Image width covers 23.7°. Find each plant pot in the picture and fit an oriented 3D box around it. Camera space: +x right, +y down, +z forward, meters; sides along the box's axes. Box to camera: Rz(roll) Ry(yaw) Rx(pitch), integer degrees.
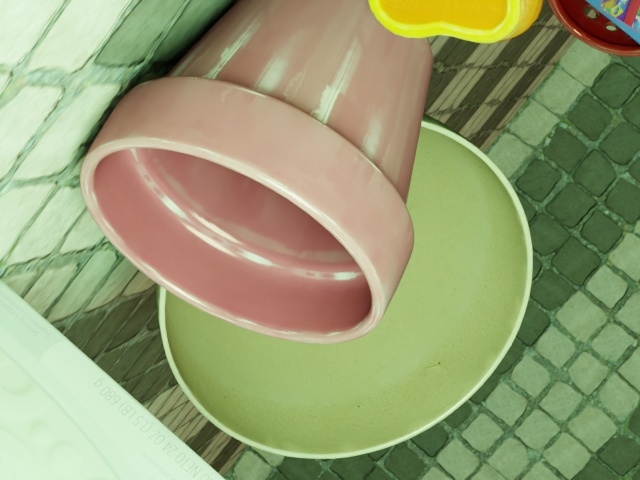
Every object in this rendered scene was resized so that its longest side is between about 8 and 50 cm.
[{"bbox_3d":[0.000,0.000,1.200,0.284,0.284,0.191,-51,-153,12],"label":"plant pot"},{"bbox_3d":[-0.021,-0.064,0.947,0.201,0.201,0.180,116,-1,-62],"label":"plant pot"},{"bbox_3d":[0.406,-0.359,1.970,0.174,0.191,0.191,-52,175,-36],"label":"plant pot"}]

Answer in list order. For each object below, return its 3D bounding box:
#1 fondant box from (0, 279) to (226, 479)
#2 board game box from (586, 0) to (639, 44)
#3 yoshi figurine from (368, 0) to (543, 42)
[{"bbox_3d":[-0.211,0.194,0.844,0.330,0.238,0.096,-42,170,-49],"label":"fondant box"},{"bbox_3d":[0.378,-0.369,1.555,0.078,0.233,0.347,-43,170,-42],"label":"board game box"},{"bbox_3d":[0.159,-0.267,0.948,0.362,0.203,0.203,-47,166,-45],"label":"yoshi figurine"}]
